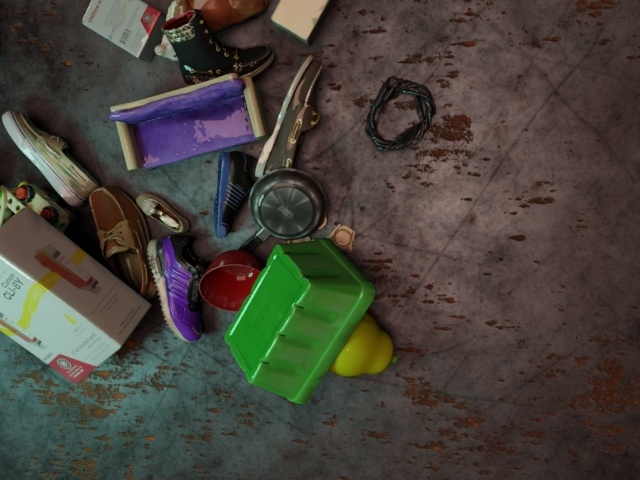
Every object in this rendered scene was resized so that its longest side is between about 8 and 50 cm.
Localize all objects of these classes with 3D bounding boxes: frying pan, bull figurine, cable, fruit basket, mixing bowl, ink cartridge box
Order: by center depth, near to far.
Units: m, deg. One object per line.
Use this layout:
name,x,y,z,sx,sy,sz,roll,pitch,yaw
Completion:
bull figurine,-0.286,-0.566,1.356,0.310,0.188,0.101,-25,51,3
cable,0.194,-0.300,1.370,0.150,0.047,0.185,25,97,0
fruit basket,0.007,0.210,1.381,0.392,0.392,0.283,-53,46,11
ink cartridge box,-0.671,0.148,1.394,0.384,0.160,0.279,43,127,-15
frying pan,-0.139,-0.058,1.401,0.326,0.053,0.197,-23,115,12
ink cartridge box,-0.492,-0.559,1.421,0.175,0.072,0.127,32,101,4
mixing bowl,-0.214,0.089,1.430,0.181,0.098,0.181,-2,134,-2

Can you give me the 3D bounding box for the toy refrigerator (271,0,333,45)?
toy refrigerator,-0.006,-0.618,1.334,0.102,0.094,0.270,30,101,-3

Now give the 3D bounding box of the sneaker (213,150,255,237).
sneaker,-0.221,-0.114,1.432,0.090,0.081,0.232,2,113,-20

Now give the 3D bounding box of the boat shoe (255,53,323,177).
boat shoe,-0.058,-0.287,1.372,0.096,0.116,0.324,25,104,0

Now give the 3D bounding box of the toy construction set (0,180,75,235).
toy construction set,-0.766,-0.028,1.486,0.327,0.151,0.215,34,100,3

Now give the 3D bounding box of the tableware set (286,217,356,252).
tableware set,0.000,0.000,1.443,0.168,0.020,0.141,32,100,4

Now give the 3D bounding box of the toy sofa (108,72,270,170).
toy sofa,-0.320,-0.284,1.377,0.362,0.177,0.150,-13,94,9

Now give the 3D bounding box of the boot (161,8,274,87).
boot,-0.243,-0.467,1.336,0.236,0.085,0.179,-18,139,3

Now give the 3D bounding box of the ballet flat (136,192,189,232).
ballet flat,-0.422,-0.075,1.480,0.168,0.052,0.057,30,100,4

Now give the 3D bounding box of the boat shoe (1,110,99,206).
boat shoe,-0.715,-0.230,1.492,0.094,0.109,0.302,-39,99,-4

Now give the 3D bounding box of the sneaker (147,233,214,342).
sneaker,-0.344,0.121,1.467,0.146,0.102,0.293,-17,94,9

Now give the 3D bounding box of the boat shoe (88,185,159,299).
boat shoe,-0.515,0.008,1.469,0.122,0.120,0.324,-27,92,11
